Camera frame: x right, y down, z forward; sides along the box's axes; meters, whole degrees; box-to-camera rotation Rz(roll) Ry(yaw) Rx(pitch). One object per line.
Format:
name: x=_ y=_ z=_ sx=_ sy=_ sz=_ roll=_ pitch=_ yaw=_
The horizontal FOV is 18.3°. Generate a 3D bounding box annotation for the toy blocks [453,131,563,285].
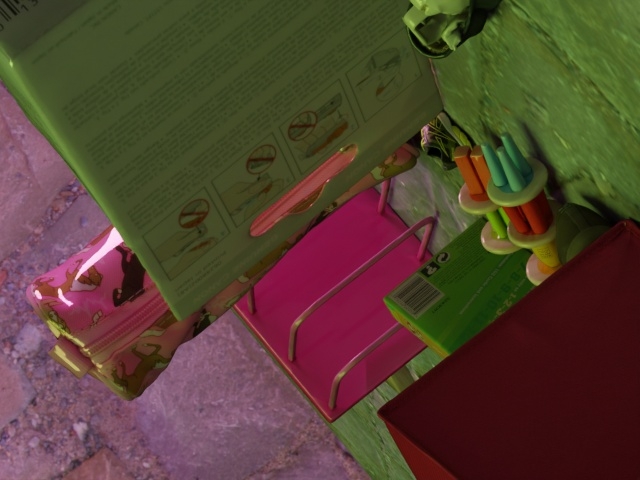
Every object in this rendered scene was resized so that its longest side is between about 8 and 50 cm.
toy blocks: x=0.152 y=-0.042 z=1.645 sx=0.123 sy=0.054 sz=0.148 roll=39 pitch=164 yaw=50

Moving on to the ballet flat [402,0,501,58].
ballet flat: x=0.090 y=-0.178 z=1.401 sx=0.074 sy=0.074 sz=0.203 roll=50 pitch=170 yaw=10

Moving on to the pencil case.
pencil case: x=-0.095 y=-0.014 z=1.875 sx=0.160 sy=0.386 sz=0.167 roll=51 pitch=-177 yaw=29

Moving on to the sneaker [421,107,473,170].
sneaker: x=0.099 y=-0.095 z=1.746 sx=0.083 sy=0.035 sz=0.031 roll=46 pitch=168 yaw=30

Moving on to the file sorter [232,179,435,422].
file sorter: x=0.000 y=0.000 z=2.063 sx=0.291 sy=0.202 sz=0.182 roll=50 pitch=167 yaw=12

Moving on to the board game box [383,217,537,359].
board game box: x=0.173 y=0.077 z=1.768 sx=0.259 sy=0.124 sz=0.039 roll=39 pitch=165 yaw=53

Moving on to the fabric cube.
fabric cube: x=0.246 y=0.185 z=1.452 sx=0.258 sy=0.259 sz=0.254 roll=59 pitch=168 yaw=-28

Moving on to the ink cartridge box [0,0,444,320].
ink cartridge box: x=-0.074 y=-0.142 z=1.575 sx=0.091 sy=0.308 sz=0.385 roll=45 pitch=169 yaw=33

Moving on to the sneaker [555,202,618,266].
sneaker: x=0.237 y=0.045 z=1.600 sx=0.071 sy=0.066 sz=0.188 roll=-114 pitch=0 yaw=-52

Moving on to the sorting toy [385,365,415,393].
sorting toy: x=0.016 y=0.020 z=2.364 sx=0.255 sy=0.089 sz=0.257 roll=38 pitch=164 yaw=53
